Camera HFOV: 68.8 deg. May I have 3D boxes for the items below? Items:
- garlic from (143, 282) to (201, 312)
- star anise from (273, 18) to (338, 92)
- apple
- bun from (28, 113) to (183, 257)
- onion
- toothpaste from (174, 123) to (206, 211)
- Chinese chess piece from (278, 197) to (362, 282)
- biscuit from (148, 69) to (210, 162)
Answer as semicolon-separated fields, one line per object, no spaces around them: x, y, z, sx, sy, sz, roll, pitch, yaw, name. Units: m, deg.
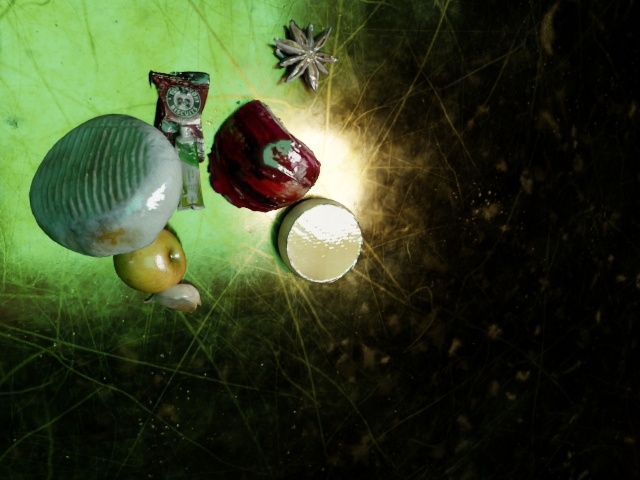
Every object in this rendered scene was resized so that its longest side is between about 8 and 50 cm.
-0.407;0.160;1.312;0.152;0.066;0.084;16;99;-25;garlic
-0.036;-0.507;1.289;0.182;0.065;0.195;-18;105;-20;star anise
-0.448;0.049;1.219;0.155;0.182;0.182;-12;110;13;apple
-0.479;-0.121;1.093;0.362;0.362;0.211;-43;149;-6;bun
-0.147;-0.193;1.282;0.314;0.146;0.280;39;92;-28;onion
-0.349;-0.185;1.234;0.078;0.047;0.248;-9;127;-19;toothpaste
0.000;0.000;1.404;0.257;0.104;0.257;-5;105;-20;Chinese chess piece
-0.368;-0.323;1.210;0.151;0.063;0.235;0;100;-29;biscuit
